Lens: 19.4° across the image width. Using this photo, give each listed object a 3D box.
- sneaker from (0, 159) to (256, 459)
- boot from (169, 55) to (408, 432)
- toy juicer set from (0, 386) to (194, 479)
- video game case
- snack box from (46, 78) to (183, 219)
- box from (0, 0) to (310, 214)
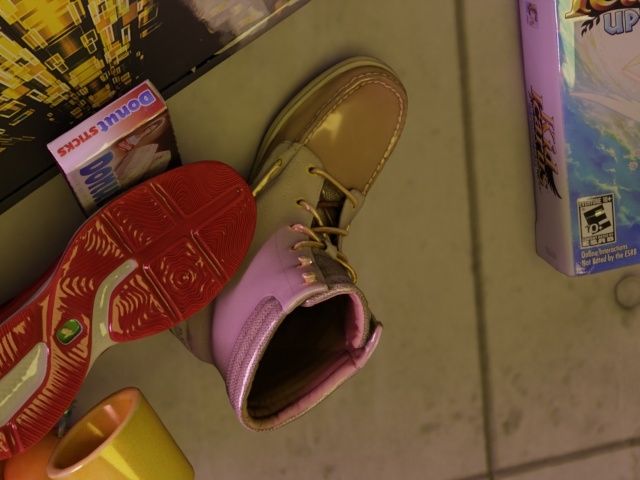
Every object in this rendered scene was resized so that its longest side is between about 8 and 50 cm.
[{"bbox_3d":[-0.146,0.028,1.084,0.221,0.128,0.087,-38,111,-19],"label":"sneaker"},{"bbox_3d":[0.000,0.000,1.093,0.077,0.165,0.213,35,94,-26],"label":"boot"},{"bbox_3d":[-0.229,0.210,1.050,0.089,0.209,0.329,49,67,-18],"label":"toy juicer set"},{"bbox_3d":[0.263,-0.123,1.206,0.269,0.061,0.244,-13,109,-15],"label":"video game case"},{"bbox_3d":[-0.111,-0.043,1.045,0.064,0.178,0.022,-33,82,-7],"label":"snack box"},{"bbox_3d":[-0.227,-0.204,0.968,0.318,0.097,0.395,-36,123,-9],"label":"box"}]
